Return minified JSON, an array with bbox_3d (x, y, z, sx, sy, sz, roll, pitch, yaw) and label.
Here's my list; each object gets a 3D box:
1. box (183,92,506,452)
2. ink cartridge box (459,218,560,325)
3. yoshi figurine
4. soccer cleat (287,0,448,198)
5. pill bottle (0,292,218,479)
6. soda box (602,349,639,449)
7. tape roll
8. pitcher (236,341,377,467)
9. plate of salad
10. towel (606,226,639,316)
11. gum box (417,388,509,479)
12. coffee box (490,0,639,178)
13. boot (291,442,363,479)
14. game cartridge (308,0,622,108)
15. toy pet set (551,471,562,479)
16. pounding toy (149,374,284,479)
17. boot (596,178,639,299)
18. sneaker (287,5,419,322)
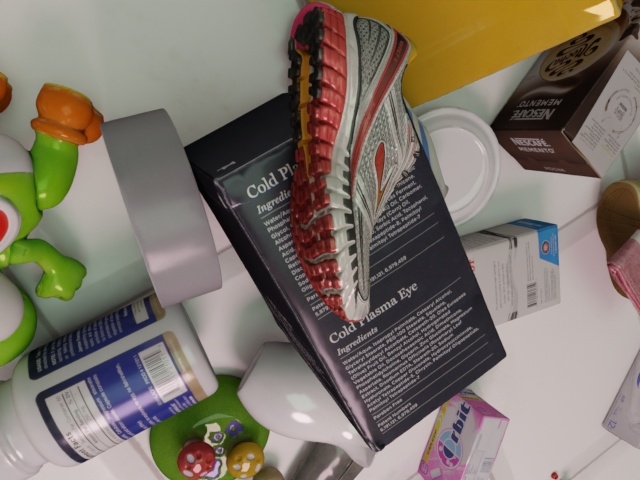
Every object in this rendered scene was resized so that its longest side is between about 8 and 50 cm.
[{"bbox_3d":[0.000,0.000,0.611,0.179,0.343,0.312,-33,113,-11],"label":"box"},{"bbox_3d":[0.302,0.058,0.888,0.203,0.086,0.148,-14,107,-18],"label":"ink cartridge box"},{"bbox_3d":[-0.374,0.001,0.585,0.203,0.204,0.361,28,73,-64],"label":"yoshi figurine"},{"bbox_3d":[0.071,-0.171,0.723,0.143,0.116,0.331,-31,95,-49],"label":"soccer cleat"},{"bbox_3d":[-0.277,0.181,0.646,0.265,0.153,0.153,-25,110,-15],"label":"pill bottle"},{"bbox_3d":[0.736,0.312,1.121,0.098,0.091,0.286,25,92,-25],"label":"soda box"},{"bbox_3d":[-0.182,-0.036,0.597,0.073,0.219,0.219,-18,108,-18],"label":"tape roll"},{"bbox_3d":[-0.016,0.236,0.778,0.207,0.178,0.125,30,80,-6],"label":"pitcher"},{"bbox_3d":[0.194,-0.112,0.827,0.200,0.048,0.199,-4,109,-11],"label":"plate of salad"},{"bbox_3d":[0.674,-0.003,0.954,0.329,0.037,0.237,-47,117,-7],"label":"towel"},{"bbox_3d":[0.252,0.376,0.931,0.062,0.107,0.188,15,96,-24],"label":"gum box"},{"bbox_3d":[0.433,-0.255,0.824,0.119,0.168,0.297,37,86,-25],"label":"coffee box"},{"bbox_3d":[0.011,0.438,0.876,0.208,0.076,0.189,-50,117,-12],"label":"boot"},{"bbox_3d":[0.141,-0.325,0.626,0.285,0.324,0.052,51,48,-24],"label":"game cartridge"},{"bbox_3d":[0.514,0.586,1.109,0.122,0.065,0.114,-48,114,-5],"label":"toy pet set"},{"bbox_3d":[-0.144,0.326,0.757,0.183,0.110,0.236,-18,108,-17],"label":"pounding toy"},{"bbox_3d":[0.655,-0.033,1.005,0.204,0.095,0.261,-29,113,-13],"label":"boot"},{"bbox_3d":[0.031,-0.047,0.377,0.093,0.088,0.225,-3,104,-20],"label":"sneaker"}]
